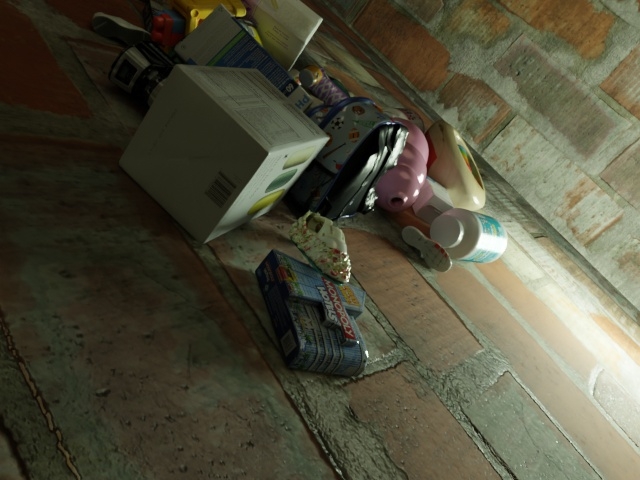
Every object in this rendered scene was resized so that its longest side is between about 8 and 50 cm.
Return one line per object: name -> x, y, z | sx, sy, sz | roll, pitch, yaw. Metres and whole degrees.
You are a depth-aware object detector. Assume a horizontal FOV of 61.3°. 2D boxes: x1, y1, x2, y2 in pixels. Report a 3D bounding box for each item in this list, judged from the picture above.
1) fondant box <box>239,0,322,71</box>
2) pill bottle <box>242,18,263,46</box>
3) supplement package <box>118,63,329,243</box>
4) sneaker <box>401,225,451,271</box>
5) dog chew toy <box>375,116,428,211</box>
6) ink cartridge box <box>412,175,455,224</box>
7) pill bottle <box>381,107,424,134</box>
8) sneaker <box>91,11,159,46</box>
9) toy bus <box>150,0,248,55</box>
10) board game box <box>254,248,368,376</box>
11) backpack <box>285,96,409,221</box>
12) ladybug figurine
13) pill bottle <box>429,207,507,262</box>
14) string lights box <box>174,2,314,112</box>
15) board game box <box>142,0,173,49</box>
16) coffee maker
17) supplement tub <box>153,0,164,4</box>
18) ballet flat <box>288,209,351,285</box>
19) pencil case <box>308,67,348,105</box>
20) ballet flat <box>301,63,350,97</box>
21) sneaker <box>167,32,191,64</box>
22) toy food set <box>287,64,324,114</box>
fondant box -> -0.160, -0.580, 1.496 | 0.238, 0.096, 0.330 | 35, -16, -12
pill bottle -> -0.188, -0.445, 1.389 | 0.117, 0.117, 0.215 | -12, 79, -59
supplement package -> -0.153, -0.158, 0.931 | 0.198, 0.199, 0.263 | 43, 26, 5
sneaker -> 0.286, 0.016, 1.423 | 0.158, 0.061, 0.065 | 46, 20, 9
dog chew toy -> 0.204, -0.203, 1.512 | 0.207, 0.206, 0.332 | 31, 36, -19
ink cartridge box -> 0.342, -0.118, 1.672 | 0.092, 0.090, 0.143 | 29, 29, -23
pill bottle -> 0.255, -0.382, 1.889 | 0.160, 0.160, 0.283 | 45, 26, 9
sneaker -> -0.434, -0.470, 1.212 | 0.152, 0.053, 0.061 | 19, 30, -36
toy bus -> -0.293, -0.457, 1.245 | 0.211, 0.220, 0.149 | -18, 50, -37
board game box -> 0.009, 0.120, 0.875 | 0.194, 0.060, 0.194 | 17, 34, -39
backpack -> 0.054, -0.183, 1.183 | 0.213, 0.263, 0.276 | 46, 27, 12
ladybug figurine -> 0.449, -0.254, 1.907 | 0.305, 0.162, 0.449 | 50, 26, -24
pill bottle -> 0.420, -0.013, 1.549 | 0.264, 0.146, 0.146 | 7, 41, -48
string lights box -> -0.152, -0.327, 1.096 | 0.259, 0.133, 0.077 | 45, -3, -9
board game box -> -0.348, -0.534, 1.443 | 0.243, 0.042, 0.165 | 20, 32, -37
coffee maker -> -0.302, -0.291, 1.065 | 0.178, 0.120, 0.171 | 41, -1, -2
supplement tub -> -0.497, -0.765, 1.485 | 0.200, 0.144, 0.144 | 29, 28, -22
ballet flat -> 0.000, 0.000, 0.947 | 0.091, 0.077, 0.241 | 28, 7, -26
pencil case -> 0.049, -0.506, 1.890 | 0.206, 0.088, 0.086 | 45, 28, 6
ballet flat -> 0.025, -0.580, 1.995 | 0.213, 0.072, 0.068 | 35, 22, -11
sneaker -> -0.189, -0.340, 1.231 | 0.343, 0.146, 0.134 | 20, 33, -42
toy food set -> -0.073, -0.278, 1.208 | 0.111, 0.232, 0.104 | 33, 47, 16
